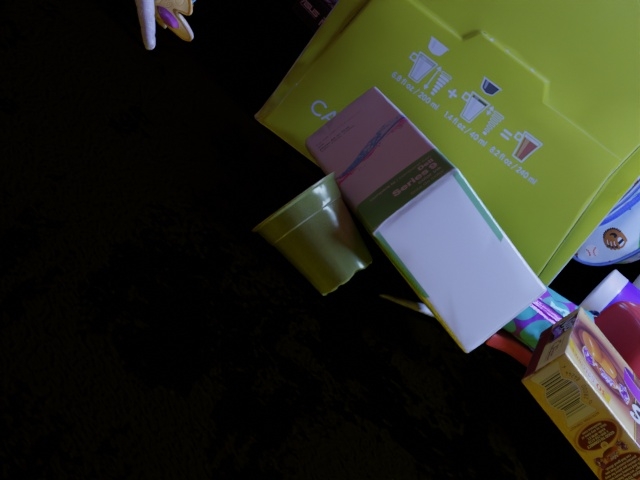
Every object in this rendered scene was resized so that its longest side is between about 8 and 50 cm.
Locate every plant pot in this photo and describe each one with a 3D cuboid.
[{"bbox_3d":[0.000,0.000,1.205,0.079,0.083,0.083,55,19,0],"label":"plant pot"}]

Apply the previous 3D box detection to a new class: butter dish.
[{"bbox_3d":[0.331,0.113,1.445,0.160,0.118,0.160,36,11,-21],"label":"butter dish"}]

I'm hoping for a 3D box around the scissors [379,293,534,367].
[{"bbox_3d":[0.155,0.086,1.387,0.109,0.021,0.297,51,19,22],"label":"scissors"}]

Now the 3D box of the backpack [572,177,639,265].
[{"bbox_3d":[0.358,-0.103,1.871,0.263,0.276,0.213,51,25,9],"label":"backpack"}]

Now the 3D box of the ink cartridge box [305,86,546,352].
[{"bbox_3d":[0.086,-0.023,1.289,0.154,0.093,0.212,50,1,-29],"label":"ink cartridge box"}]

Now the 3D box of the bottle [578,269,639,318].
[{"bbox_3d":[0.405,0.151,1.623,0.283,0.092,0.118,43,20,6],"label":"bottle"}]

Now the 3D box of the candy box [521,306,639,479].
[{"bbox_3d":[0.256,0.160,1.281,0.186,0.053,0.109,50,25,-3],"label":"candy box"}]

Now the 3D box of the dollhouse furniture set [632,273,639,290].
[{"bbox_3d":[0.474,0.139,1.798,0.262,0.135,0.259,44,30,9],"label":"dollhouse furniture set"}]

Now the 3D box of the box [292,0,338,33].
[{"bbox_3d":[0.073,-0.245,1.937,0.184,0.045,0.191,46,20,22],"label":"box"}]

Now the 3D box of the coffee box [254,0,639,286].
[{"bbox_3d":[0.186,-0.183,1.543,0.338,0.338,0.334,37,18,-1],"label":"coffee box"}]

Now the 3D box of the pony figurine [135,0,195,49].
[{"bbox_3d":[-0.227,-0.394,1.407,0.363,0.303,0.351,35,51,-29],"label":"pony figurine"}]

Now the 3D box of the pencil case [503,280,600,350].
[{"bbox_3d":[0.188,0.056,1.389,0.152,0.064,0.070,34,-16,-17],"label":"pencil case"}]
